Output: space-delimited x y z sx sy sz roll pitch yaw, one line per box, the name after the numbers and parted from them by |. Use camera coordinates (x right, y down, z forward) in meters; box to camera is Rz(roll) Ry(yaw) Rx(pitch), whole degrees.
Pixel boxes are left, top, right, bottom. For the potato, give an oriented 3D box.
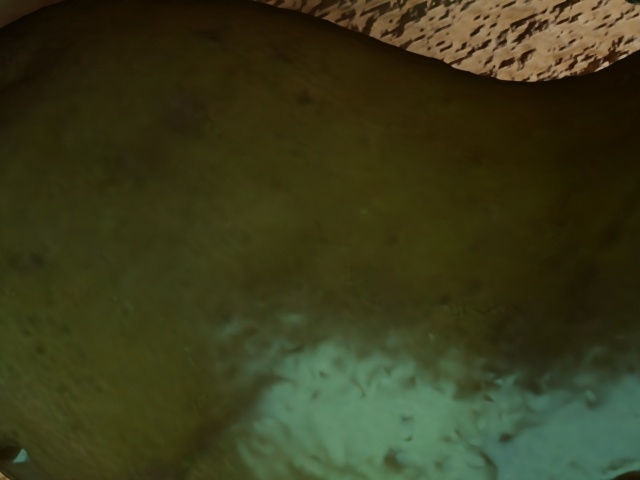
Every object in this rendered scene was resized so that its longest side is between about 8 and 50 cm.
0.000 0.000 0.419 0.397 0.289 0.296 -27 125 38 | potato

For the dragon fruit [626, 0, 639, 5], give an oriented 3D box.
0.114 -0.192 0.379 0.200 0.198 0.269 -11 142 -14 | dragon fruit
